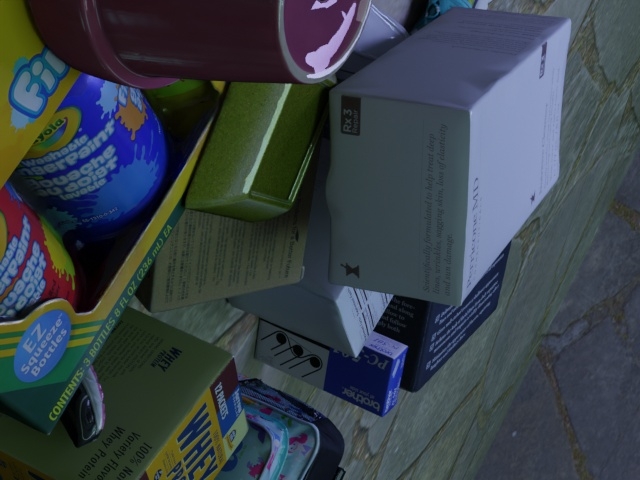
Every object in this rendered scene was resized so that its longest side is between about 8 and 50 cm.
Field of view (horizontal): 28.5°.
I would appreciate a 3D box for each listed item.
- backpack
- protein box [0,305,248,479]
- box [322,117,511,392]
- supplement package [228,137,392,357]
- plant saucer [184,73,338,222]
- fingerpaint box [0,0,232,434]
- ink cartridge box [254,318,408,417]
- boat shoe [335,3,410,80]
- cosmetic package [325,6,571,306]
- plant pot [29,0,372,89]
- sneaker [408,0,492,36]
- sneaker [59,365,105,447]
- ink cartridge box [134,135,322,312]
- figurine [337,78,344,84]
[{"bbox_3d":[-0.132,0.256,1.433,0.191,0.254,0.225,22,93,-63],"label":"backpack"},{"bbox_3d":[-0.212,0.185,1.253,0.200,0.201,0.136,-53,152,-33],"label":"protein box"},{"bbox_3d":[0.143,-0.036,1.832,0.293,0.212,0.395,-36,142,-51],"label":"box"},{"bbox_3d":[0.000,0.000,1.568,0.203,0.194,0.149,-57,154,-23],"label":"supplement package"},{"bbox_3d":[-0.042,-0.103,1.189,0.188,0.045,0.188,-68,163,3],"label":"plant saucer"},{"bbox_3d":[-0.229,-0.120,1.000,0.444,0.163,0.371,-61,156,-19],"label":"fingerpaint box"},{"bbox_3d":[0.012,0.152,1.711,0.046,0.207,0.097,-35,140,-52],"label":"ink cartridge box"},{"bbox_3d":[0.008,-0.239,1.355,0.258,0.084,0.095,13,78,-33],"label":"boat shoe"},{"bbox_3d":[0.148,-0.108,1.372,0.385,0.156,0.217,-46,141,-56],"label":"cosmetic package"},{"bbox_3d":[-0.069,-0.190,0.860,0.201,0.180,0.201,-42,142,-44],"label":"plant pot"},{"bbox_3d":[0.182,-0.358,1.820,0.275,0.107,0.110,-61,137,-29],"label":"sneaker"},{"bbox_3d":[-0.262,0.119,1.155,0.077,0.178,0.072,-21,152,-29],"label":"sneaker"},{"bbox_3d":[-0.106,-0.056,1.336,0.193,0.088,0.234,-11,124,-33],"label":"ink cartridge box"},{"bbox_3d":[0.043,-0.284,1.576,0.209,0.092,0.214,-13,121,-72],"label":"figurine"}]
